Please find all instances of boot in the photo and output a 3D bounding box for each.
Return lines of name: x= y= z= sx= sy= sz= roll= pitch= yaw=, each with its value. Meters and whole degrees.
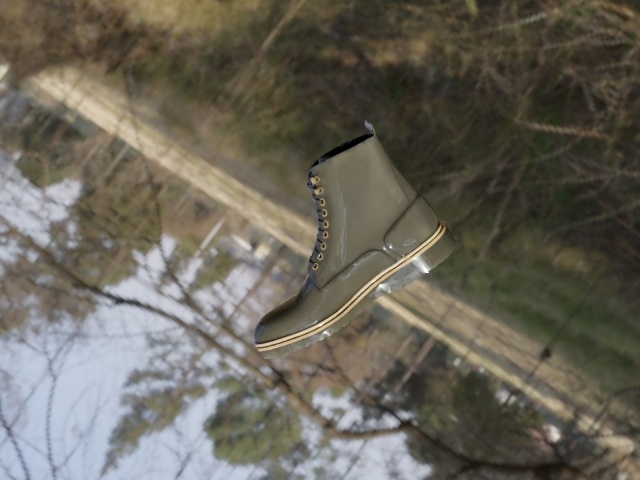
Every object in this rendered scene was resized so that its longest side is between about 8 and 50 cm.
boot: x=0.000 y=0.000 z=0.964 sx=0.137 sy=0.198 sz=0.077 roll=56 pitch=178 yaw=-14
